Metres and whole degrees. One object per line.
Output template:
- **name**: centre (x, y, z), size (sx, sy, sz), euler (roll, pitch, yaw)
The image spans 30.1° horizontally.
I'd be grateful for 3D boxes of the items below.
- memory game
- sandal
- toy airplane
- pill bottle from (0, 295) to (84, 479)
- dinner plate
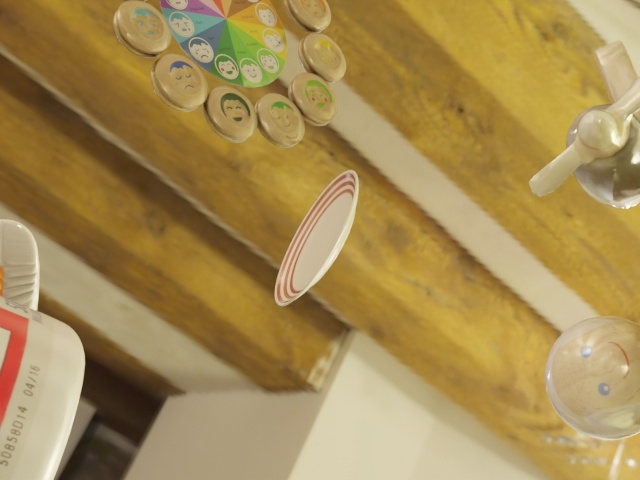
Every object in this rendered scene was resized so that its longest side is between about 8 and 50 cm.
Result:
- **memory game**: centre (-0.056, -0.142, 0.754), size (0.186, 0.186, 0.012), euler (36, -43, -20)
- **sandal**: centre (-0.373, 0.084, 1.351), size (0.102, 0.076, 0.265), euler (8, -63, -7)
- **toy airplane**: centre (0.286, 0.076, 0.862), size (0.386, 0.273, 0.384), euler (-119, -164, -62)
- **pill bottle**: centre (-0.405, 0.097, 0.882), size (0.408, 0.229, 0.229), euler (25, -23, -22)
- **dinner plate**: centre (0.000, 0.000, 1.093), size (0.017, 0.141, 0.141), euler (31, -25, -15)
